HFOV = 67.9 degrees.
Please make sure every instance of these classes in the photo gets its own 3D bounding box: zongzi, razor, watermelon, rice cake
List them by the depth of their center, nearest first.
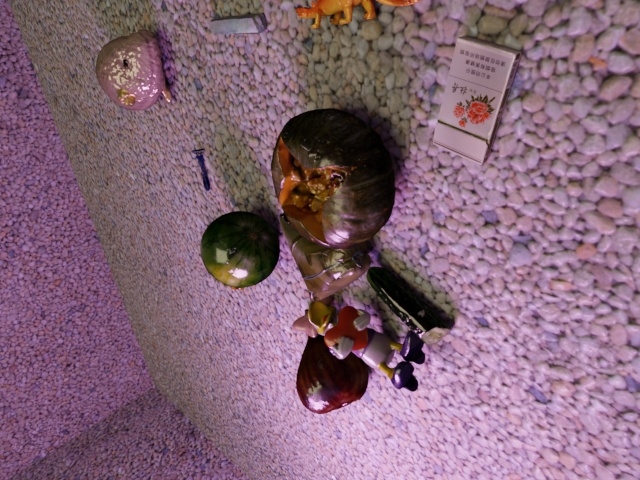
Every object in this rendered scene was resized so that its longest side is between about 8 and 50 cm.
[{"bbox_3d":[-0.214,-0.543,1.198,0.211,0.034,0.043,20,137,41],"label":"rice cake"},{"bbox_3d":[0.000,0.000,1.244,0.274,0.125,0.251,61,145,8],"label":"zongzi"},{"bbox_3d":[-0.244,0.027,1.454,0.242,0.242,0.242,29,134,36],"label":"watermelon"},{"bbox_3d":[-0.404,-0.244,1.640,0.028,0.044,0.154,-119,18,-57],"label":"razor"}]

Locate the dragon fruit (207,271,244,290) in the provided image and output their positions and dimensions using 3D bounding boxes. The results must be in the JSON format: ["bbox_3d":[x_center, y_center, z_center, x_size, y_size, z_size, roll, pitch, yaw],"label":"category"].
[{"bbox_3d":[-0.327,0.093,1.699,0.133,0.150,0.207,-131,18,-69],"label":"dragon fruit"}]

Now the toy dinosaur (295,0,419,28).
[{"bbox_3d":[0.056,-0.474,0.898,0.289,0.070,0.117,10,121,41],"label":"toy dinosaur"}]

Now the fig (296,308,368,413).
[{"bbox_3d":[0.005,0.353,1.447,0.320,0.217,0.216,63,149,32],"label":"fig"}]

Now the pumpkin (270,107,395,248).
[{"bbox_3d":[0.026,-0.133,1.057,0.321,0.192,0.320,30,133,38],"label":"pumpkin"}]

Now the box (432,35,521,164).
[{"bbox_3d":[0.267,-0.242,0.831,0.109,0.029,0.198,34,136,32],"label":"box"}]

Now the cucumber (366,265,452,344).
[{"bbox_3d":[0.201,0.151,1.144,0.241,0.075,0.074,44,141,24],"label":"cucumber"}]

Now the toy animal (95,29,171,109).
[{"bbox_3d":[-0.632,-0.543,1.572,0.359,0.188,0.226,5,113,49],"label":"toy animal"}]

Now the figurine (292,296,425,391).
[{"bbox_3d":[0.094,0.254,1.287,0.421,0.154,0.193,24,168,29],"label":"figurine"}]
